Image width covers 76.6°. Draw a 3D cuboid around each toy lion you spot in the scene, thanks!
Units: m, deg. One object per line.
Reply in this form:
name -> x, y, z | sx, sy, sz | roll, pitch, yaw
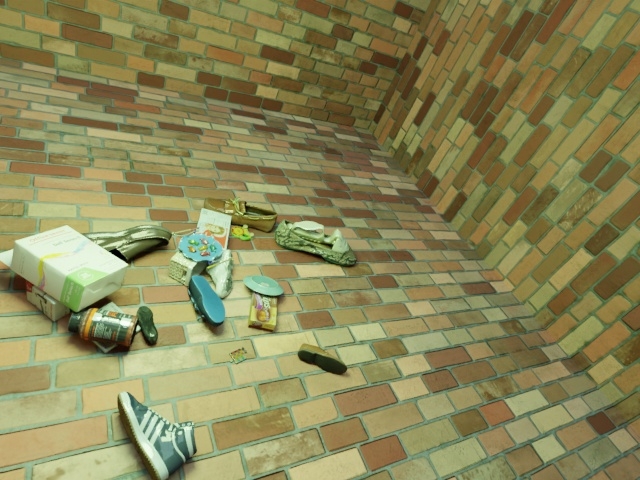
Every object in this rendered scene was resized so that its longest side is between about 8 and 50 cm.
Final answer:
toy lion -> -0.404, -0.037, 2.069 | 0.096, 0.034, 0.100 | -20, 56, -38

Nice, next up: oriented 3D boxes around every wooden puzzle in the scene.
wooden puzzle -> -0.312, 0.438, 1.539 | 0.083, 0.006, 0.049 | -17, 53, -45

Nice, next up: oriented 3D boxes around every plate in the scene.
plate -> -0.252, 0.192, 1.816 | 0.188, 0.024, 0.188 | 19, 12, -4

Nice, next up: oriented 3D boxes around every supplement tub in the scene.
supplement tub -> -0.722, 0.286, 1.353 | 0.198, 0.106, 0.106 | 15, 37, -17

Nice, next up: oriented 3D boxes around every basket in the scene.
basket -> -0.561, 0.093, 1.733 | 0.103, 0.113, 0.167 | 24, 34, 2

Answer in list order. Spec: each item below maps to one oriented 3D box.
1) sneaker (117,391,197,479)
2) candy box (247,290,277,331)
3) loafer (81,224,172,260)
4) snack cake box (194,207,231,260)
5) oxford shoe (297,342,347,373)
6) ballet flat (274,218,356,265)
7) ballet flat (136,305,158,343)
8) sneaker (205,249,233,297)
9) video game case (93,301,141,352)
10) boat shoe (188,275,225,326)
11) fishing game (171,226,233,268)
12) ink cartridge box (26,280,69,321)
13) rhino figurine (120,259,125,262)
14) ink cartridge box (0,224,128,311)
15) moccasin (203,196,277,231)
sneaker -> -0.480, 0.549, 1.207 | 0.153, 0.099, 0.282 | -22, 64, -41
candy box -> -0.244, 0.293, 1.729 | 0.109, 0.053, 0.187 | 16, 38, -15
loafer -> -0.795, 0.031, 1.668 | 0.366, 0.134, 0.130 | -11, 67, -31
snack cake box -> -0.518, -0.027, 1.930 | 0.152, 0.089, 0.264 | 16, 37, -17
oxford shoe -> 0.014, 0.473, 1.651 | 0.212, 0.076, 0.076 | 26, 24, -2
ballet flat -> 0.000, 0.000, 2.146 | 0.483, 0.182, 0.164 | 17, 35, -14
ballet flat -> -0.636, 0.305, 1.480 | 0.057, 0.049, 0.173 | -6, 40, -33
sneaker -> -0.445, 0.150, 1.772 | 0.115, 0.090, 0.232 | -7, 51, 5
video game case -> -0.745, 0.302, 1.426 | 0.157, 0.019, 0.143 | 37, 37, 12
boat shoe -> -0.455, 0.252, 1.623 | 0.109, 0.089, 0.258 | 11, 31, -42
fishing game -> -0.509, 0.021, 1.725 | 0.264, 0.041, 0.189 | 40, 36, 27
ink cartridge box -> -0.925, 0.195, 1.377 | 0.135, 0.099, 0.056 | 33, 35, 10
rhino figurine -> -0.865, 0.130, 1.523 | 0.243, 0.073, 0.106 | 0, 40, -31
ink cartridge box -> -0.884, 0.069, 1.392 | 0.353, 0.119, 0.207 | 30, 23, 5
moccasin -> -0.412, -0.154, 2.108 | 0.380, 0.147, 0.139 | 18, 36, -11
